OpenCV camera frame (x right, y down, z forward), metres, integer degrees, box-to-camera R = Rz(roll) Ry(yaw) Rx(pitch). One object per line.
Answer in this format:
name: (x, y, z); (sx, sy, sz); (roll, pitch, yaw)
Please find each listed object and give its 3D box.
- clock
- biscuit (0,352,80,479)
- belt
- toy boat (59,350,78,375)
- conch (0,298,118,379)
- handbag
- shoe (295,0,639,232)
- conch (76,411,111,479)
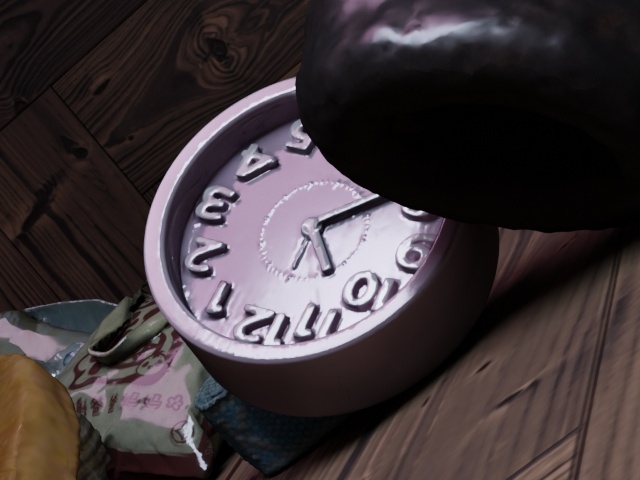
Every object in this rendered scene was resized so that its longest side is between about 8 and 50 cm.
clock: (0.000, 0.000, 1.100); (0.197, 0.197, 0.068); (-40, -37, -5)
biscuit: (-0.263, 0.236, 1.008); (0.365, 0.062, 0.385); (-25, 32, 40)
belt: (-0.001, 0.068, 1.189); (0.163, 0.082, 0.147); (-41, 7, -3)
toy boat: (-0.111, 0.094, 1.682); (0.332, 0.133, 0.145); (-38, 2, 22)
conch: (-0.306, 0.193, 1.983); (0.319, 0.215, 0.303); (-5, 23, 20)
handbag: (-0.125, 0.113, 1.488); (0.213, 0.127, 0.235); (-13, 28, 36)
shoe: (0.174, -0.130, 0.967); (0.384, 0.237, 0.171); (-6, -27, 16)
conch: (-0.221, 0.183, 1.247); (0.178, 0.245, 0.163); (-12, 16, -24)
